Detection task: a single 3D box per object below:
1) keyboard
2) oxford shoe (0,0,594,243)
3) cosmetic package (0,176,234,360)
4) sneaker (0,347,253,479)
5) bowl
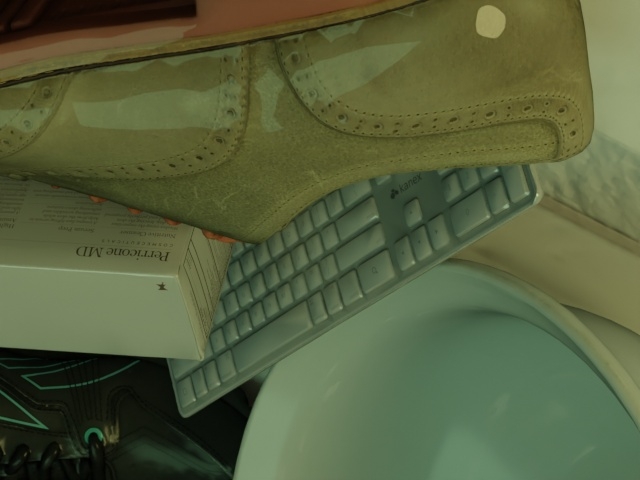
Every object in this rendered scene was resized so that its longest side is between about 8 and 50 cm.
[{"bbox_3d":[0.000,0.000,0.804,0.014,0.072,0.256,4,156,-35],"label":"keyboard"},{"bbox_3d":[-0.071,-0.043,0.712,0.348,0.123,0.130,-9,119,29],"label":"oxford shoe"},{"bbox_3d":[-0.156,-0.010,0.815,0.239,0.099,0.060,3,138,13],"label":"cosmetic package"},{"bbox_3d":[-0.147,0.095,0.965,0.267,0.106,0.101,16,138,15],"label":"sneaker"},{"bbox_3d":[0.097,0.153,0.801,0.298,0.134,0.298,5,96,54],"label":"bowl"}]
